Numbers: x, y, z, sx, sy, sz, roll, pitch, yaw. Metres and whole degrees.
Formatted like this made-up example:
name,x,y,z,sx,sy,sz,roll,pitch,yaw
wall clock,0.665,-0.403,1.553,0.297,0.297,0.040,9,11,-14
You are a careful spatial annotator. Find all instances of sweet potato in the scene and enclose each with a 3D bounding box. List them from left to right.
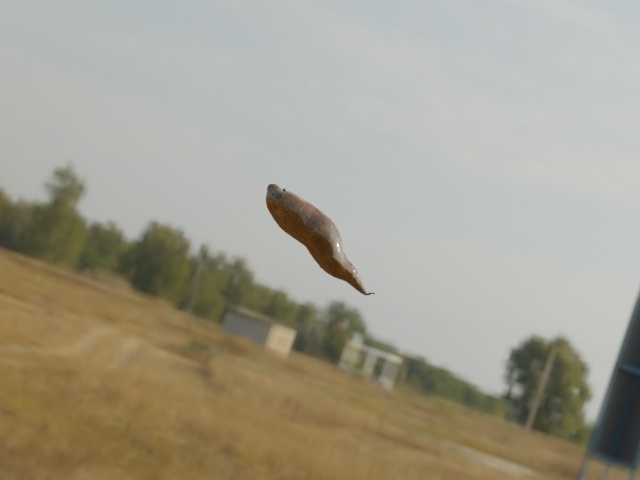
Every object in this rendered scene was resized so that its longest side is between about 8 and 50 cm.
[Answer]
name,x,y,z,sx,sy,sz,roll,pitch,yaw
sweet potato,0.000,0.000,1.964,0.195,0.056,0.056,49,-4,3
